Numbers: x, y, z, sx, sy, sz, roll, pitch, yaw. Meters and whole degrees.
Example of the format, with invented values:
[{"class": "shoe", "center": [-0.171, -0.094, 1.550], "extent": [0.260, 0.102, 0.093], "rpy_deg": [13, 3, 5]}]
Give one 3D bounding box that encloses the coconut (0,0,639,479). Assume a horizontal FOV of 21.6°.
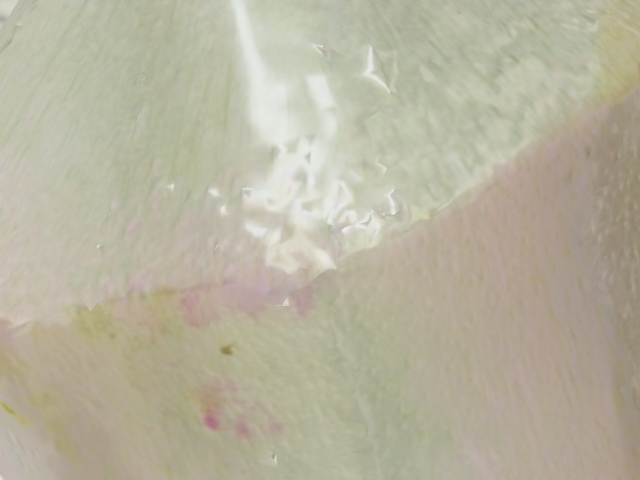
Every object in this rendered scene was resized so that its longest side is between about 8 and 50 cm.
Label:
[{"class": "coconut", "center": [0.000, 0.000, 0.630], "extent": [0.297, 0.297, 0.310], "rpy_deg": [-94, -11, -63]}]
